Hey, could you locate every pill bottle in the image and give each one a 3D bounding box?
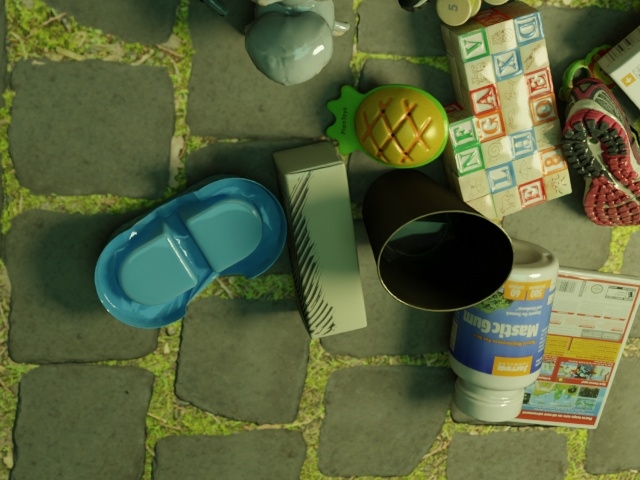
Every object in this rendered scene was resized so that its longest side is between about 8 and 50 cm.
[{"bbox_3d":[0.285,0.145,1.954,0.152,0.152,0.272,0,111,-14],"label":"pill bottle"}]

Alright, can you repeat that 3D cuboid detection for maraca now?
[{"bbox_3d":[0.097,-0.170,1.805,0.185,0.099,0.127,8,110,15],"label":"maraca"}]

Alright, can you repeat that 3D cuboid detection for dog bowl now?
[{"bbox_3d":[-0.196,0.008,1.818,0.297,0.074,0.166,-30,116,-2],"label":"dog bowl"}]

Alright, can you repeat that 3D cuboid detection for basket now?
[{"bbox_3d":[0.150,-0.011,1.813,0.204,0.227,0.154,1,112,-16],"label":"basket"}]

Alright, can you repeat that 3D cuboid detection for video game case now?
[{"bbox_3d":[0.416,0.183,2.074,0.204,0.025,0.285,8,109,-18],"label":"video game case"}]

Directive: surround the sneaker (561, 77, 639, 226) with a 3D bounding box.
[{"bbox_3d":[0.455,-0.125,1.896,0.120,0.112,0.299,-7,141,22],"label":"sneaker"}]

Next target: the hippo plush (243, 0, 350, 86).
[{"bbox_3d":[-0.069,-0.346,1.648,0.234,0.294,0.237,3,137,-3],"label":"hippo plush"}]

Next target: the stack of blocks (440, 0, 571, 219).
[{"bbox_3d":[0.261,-0.190,1.845,0.171,0.087,0.297,-18,115,-6],"label":"stack of blocks"}]

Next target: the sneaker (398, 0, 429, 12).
[{"bbox_3d":[0.174,-0.461,1.721,0.124,0.107,0.283,34,99,-5],"label":"sneaker"}]

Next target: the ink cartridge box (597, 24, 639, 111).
[{"bbox_3d":[0.628,-0.263,1.851,0.303,0.072,0.307,-41,121,14],"label":"ink cartridge box"}]

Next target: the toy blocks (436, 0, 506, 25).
[{"bbox_3d":[0.243,-0.363,1.764,0.123,0.148,0.054,-22,99,32],"label":"toy blocks"}]

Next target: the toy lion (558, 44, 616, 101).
[{"bbox_3d":[0.426,-0.256,1.894,0.100,0.034,0.096,6,103,-16],"label":"toy lion"}]

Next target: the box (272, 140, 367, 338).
[{"bbox_3d":[0.000,0.000,1.845,0.094,0.113,0.275,-13,113,-8],"label":"box"}]

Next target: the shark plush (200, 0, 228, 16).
[{"bbox_3d":[-0.193,-0.360,1.669,0.073,0.067,0.161,-33,116,1],"label":"shark plush"}]
